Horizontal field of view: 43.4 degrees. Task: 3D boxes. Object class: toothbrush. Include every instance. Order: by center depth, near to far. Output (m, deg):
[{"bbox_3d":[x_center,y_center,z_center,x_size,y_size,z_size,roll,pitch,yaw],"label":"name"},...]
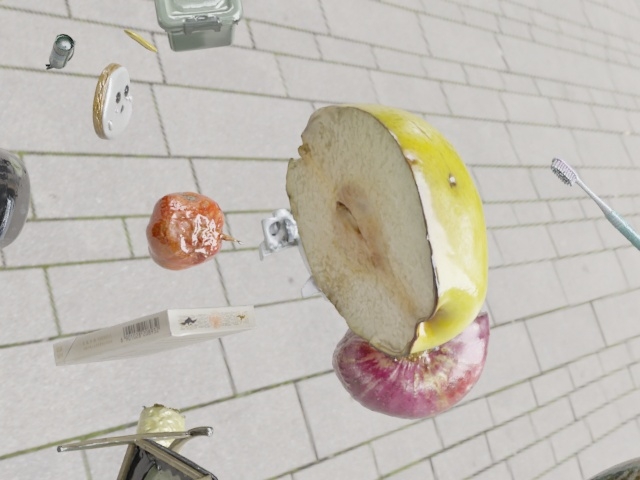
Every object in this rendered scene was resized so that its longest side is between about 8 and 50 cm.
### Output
[{"bbox_3d":[0.254,-0.010,0.677,0.167,0.011,0.014,43,51,-6],"label":"toothbrush"}]

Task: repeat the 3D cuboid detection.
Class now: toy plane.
[{"bbox_3d":[0.001,-0.001,1.589,0.252,0.118,0.252,2,83,-13],"label":"toy plane"}]

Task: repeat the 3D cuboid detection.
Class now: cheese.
[{"bbox_3d":[-0.319,0.419,1.564,0.093,0.123,0.167,7,47,-4],"label":"cheese"}]

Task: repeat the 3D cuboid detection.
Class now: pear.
[{"bbox_3d":[0.123,-0.032,1.184,0.191,0.340,0.387,-13,57,-29],"label":"pear"}]

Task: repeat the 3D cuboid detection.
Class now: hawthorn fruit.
[{"bbox_3d":[-0.307,-0.023,2.011,0.243,0.207,0.208,9,54,2],"label":"hawthorn fruit"}]

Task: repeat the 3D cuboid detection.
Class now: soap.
[{"bbox_3d":[-0.348,-0.387,1.561,0.012,0.034,0.089,-63,154,0],"label":"soap"}]

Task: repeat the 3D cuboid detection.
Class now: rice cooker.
[{"bbox_3d":[-0.760,-0.092,1.725,0.224,0.267,0.267,119,-53,-87],"label":"rice cooker"}]

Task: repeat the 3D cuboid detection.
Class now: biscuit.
[{"bbox_3d":[-0.534,-0.356,2.092,0.049,0.208,0.181,15,44,3],"label":"biscuit"}]

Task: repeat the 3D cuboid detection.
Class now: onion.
[{"bbox_3d":[0.157,0.197,1.410,0.272,0.256,0.231,19,90,-65],"label":"onion"}]

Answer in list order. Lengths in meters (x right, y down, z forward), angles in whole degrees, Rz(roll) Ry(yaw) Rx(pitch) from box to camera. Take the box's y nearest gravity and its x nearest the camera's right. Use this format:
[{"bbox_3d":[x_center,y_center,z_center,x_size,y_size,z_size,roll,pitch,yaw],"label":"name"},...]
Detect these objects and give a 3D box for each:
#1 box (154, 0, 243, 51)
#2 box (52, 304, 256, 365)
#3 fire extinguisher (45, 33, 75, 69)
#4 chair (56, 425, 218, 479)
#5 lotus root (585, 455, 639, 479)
[{"bbox_3d":[-0.183,-0.358,1.177,0.123,0.093,0.172,-8,68,-9],"label":"box"},{"bbox_3d":[-0.317,0.181,1.514,0.204,0.365,0.051,1,75,-49],"label":"box"},{"bbox_3d":[-0.354,-0.255,1.102,0.038,0.083,0.025,-20,87,-30],"label":"fire extinguisher"},{"bbox_3d":[-0.236,0.372,1.126,0.272,0.166,0.188,7,104,-62],"label":"chair"},{"bbox_3d":[0.323,0.305,0.889,0.088,0.192,0.113,51,29,-6],"label":"lotus root"}]
